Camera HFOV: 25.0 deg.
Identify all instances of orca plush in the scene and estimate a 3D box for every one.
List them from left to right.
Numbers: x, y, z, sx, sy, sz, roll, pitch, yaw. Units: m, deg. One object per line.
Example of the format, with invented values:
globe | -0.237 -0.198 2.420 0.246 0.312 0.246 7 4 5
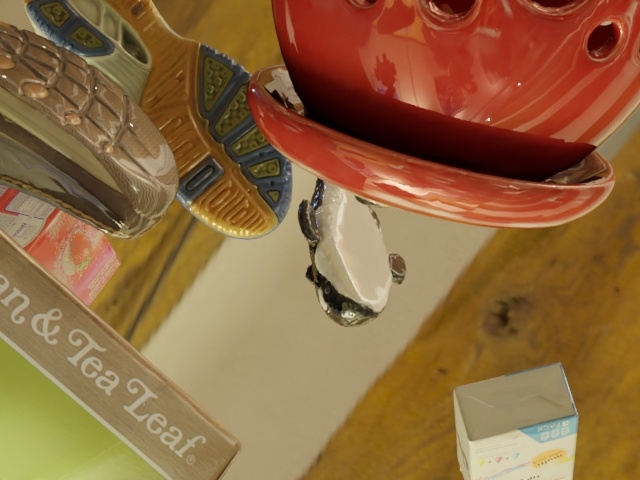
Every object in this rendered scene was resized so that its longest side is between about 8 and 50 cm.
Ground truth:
orca plush | 0.000 0.000 1.647 0.102 0.151 0.287 -44 -129 29

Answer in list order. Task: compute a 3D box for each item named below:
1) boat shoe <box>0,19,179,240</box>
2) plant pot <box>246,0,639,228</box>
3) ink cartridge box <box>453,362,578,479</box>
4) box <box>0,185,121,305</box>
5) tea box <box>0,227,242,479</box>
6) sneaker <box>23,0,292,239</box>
boat shoe | -0.254 -0.089 0.991 0.355 0.132 0.130 33 -70 17
plant pot | 0.067 -0.108 0.628 0.191 0.191 0.174 31 -65 42
ink cartridge box | 0.187 0.197 1.383 0.104 0.181 0.061 -13 -125 -1
box | -0.408 0.077 1.802 0.154 0.142 0.300 10 -127 34
tea box | -0.283 0.117 0.733 0.323 0.329 0.220 -51 -156 -17
sneaker | -0.130 -0.114 1.208 0.112 0.131 0.296 -36 -101 -16
